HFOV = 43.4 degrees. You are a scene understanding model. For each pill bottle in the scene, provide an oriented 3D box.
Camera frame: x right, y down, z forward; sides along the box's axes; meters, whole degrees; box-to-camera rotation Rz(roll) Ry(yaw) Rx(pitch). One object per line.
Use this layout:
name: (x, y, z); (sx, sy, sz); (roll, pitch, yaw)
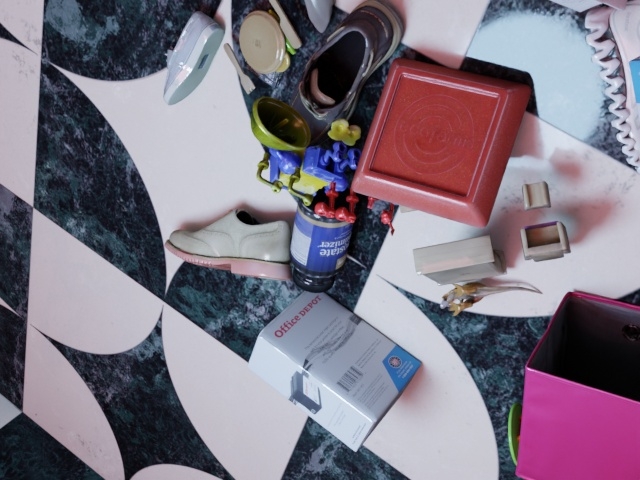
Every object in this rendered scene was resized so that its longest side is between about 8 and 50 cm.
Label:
pill bottle: (0.000, 0.000, 1.696); (0.123, 0.123, 0.219); (27, 131, 21)

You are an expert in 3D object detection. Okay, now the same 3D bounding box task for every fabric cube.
fabric cube: (0.511, 0.284, 1.410); (0.254, 0.259, 0.258); (14, 126, 28)

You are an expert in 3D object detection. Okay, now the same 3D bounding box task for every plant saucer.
plant saucer: (0.199, -0.179, 1.388); (0.258, 0.048, 0.259); (18, 88, 22)

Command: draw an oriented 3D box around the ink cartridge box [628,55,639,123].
ink cartridge box: (0.582, -0.150, 1.096); (0.198, 0.197, 0.270); (16, 129, 57)

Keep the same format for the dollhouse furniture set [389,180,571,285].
dollhouse furniture set: (0.286, -0.093, 1.476); (0.286, 0.198, 0.303); (-11, 79, 17)

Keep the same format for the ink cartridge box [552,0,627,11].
ink cartridge box: (0.363, -0.404, 1.169); (0.181, 0.104, 0.061); (16, 178, -15)

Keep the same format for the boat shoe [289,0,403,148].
boat shoe: (0.011, -0.297, 1.502); (0.132, 0.130, 0.355); (43, 133, 7)

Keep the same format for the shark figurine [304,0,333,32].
shark figurine: (-0.074, -0.517, 1.447); (0.278, 0.116, 0.166); (42, 131, 5)

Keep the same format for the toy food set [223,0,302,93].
toy food set: (-0.108, -0.387, 1.582); (0.192, 0.038, 0.132); (-30, 88, 46)

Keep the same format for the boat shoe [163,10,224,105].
boat shoe: (-0.284, -0.388, 1.705); (0.081, 0.079, 0.227); (49, 128, 11)

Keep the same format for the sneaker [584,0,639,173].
sneaker: (0.497, -0.225, 1.220); (0.118, 0.110, 0.292); (-14, 108, 31)

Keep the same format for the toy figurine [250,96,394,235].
toy figurine: (-0.041, -0.118, 1.524); (0.217, 0.363, 0.191); (-14, 66, 48)

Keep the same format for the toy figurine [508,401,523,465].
toy figurine: (0.480, 0.403, 1.618); (0.159, 0.130, 0.173); (-7, 134, 28)

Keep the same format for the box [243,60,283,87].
box: (-0.112, -0.359, 1.630); (0.083, 0.018, 0.067); (34, 131, 14)

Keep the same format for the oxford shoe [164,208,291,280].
oxford shoe: (-0.208, -0.001, 1.871); (0.397, 0.140, 0.146); (9, 89, 38)

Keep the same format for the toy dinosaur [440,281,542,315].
toy dinosaur: (0.306, 0.100, 1.568); (0.211, 0.112, 0.064); (-10, 95, 45)

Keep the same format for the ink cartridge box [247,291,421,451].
ink cartridge box: (0.029, 0.275, 1.774); (0.307, 0.223, 0.129); (35, 132, 13)
